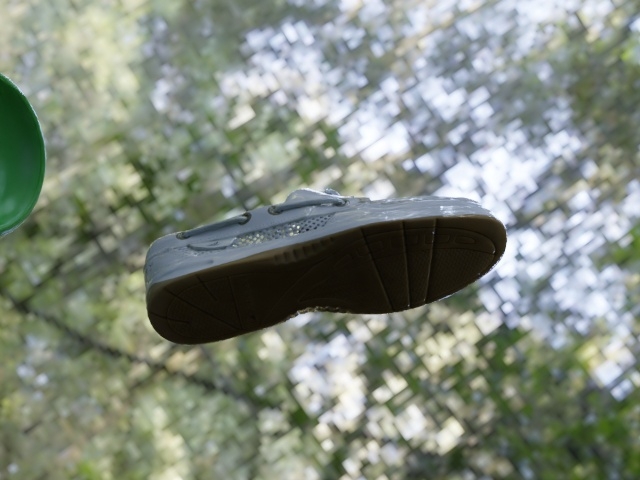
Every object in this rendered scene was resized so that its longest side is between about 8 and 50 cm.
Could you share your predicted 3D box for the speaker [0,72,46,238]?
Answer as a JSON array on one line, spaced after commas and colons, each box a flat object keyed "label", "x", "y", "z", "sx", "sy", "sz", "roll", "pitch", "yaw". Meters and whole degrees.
[{"label": "speaker", "x": -0.318, "y": -0.040, "z": 1.259, "sx": 0.296, "sy": 0.131, "sz": 0.131, "roll": -8, "pitch": -64, "yaw": 39}]

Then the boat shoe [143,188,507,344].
[{"label": "boat shoe", "x": 0.000, "y": 0.000, "z": 1.466, "sx": 0.096, "sy": 0.277, "sz": 0.098, "roll": -106, "pitch": -170, "yaw": -47}]
